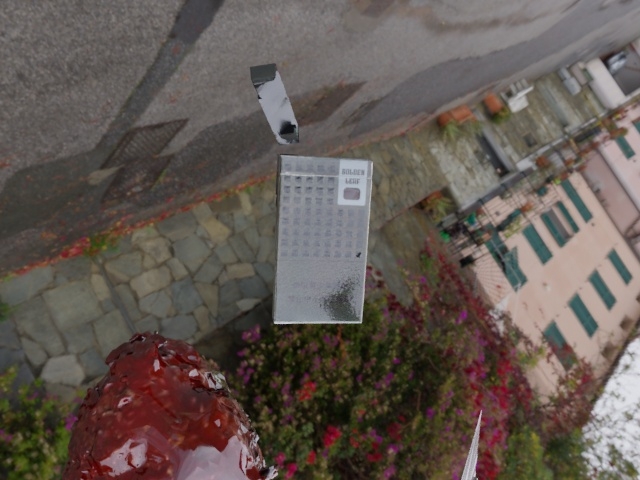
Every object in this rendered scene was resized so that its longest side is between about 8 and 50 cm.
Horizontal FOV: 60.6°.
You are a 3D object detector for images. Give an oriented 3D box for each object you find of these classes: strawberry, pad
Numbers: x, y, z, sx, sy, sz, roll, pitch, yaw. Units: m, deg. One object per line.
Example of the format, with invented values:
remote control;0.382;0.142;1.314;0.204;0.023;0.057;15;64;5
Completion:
strawberry;-0.194;0.250;0.661;0.220;0.274;0.274;-34;177;-19
pad;0.195;0.320;0.720;0.006;0.187;0.113;13;-136;25

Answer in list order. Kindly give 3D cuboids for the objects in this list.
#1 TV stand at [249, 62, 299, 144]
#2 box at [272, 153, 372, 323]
TV stand;-0.085;-0.262;1.081;0.049;0.040;0.256;-6;164;5
box;0.001;0.000;1.061;0.181;0.324;0.047;2;-172;-9
